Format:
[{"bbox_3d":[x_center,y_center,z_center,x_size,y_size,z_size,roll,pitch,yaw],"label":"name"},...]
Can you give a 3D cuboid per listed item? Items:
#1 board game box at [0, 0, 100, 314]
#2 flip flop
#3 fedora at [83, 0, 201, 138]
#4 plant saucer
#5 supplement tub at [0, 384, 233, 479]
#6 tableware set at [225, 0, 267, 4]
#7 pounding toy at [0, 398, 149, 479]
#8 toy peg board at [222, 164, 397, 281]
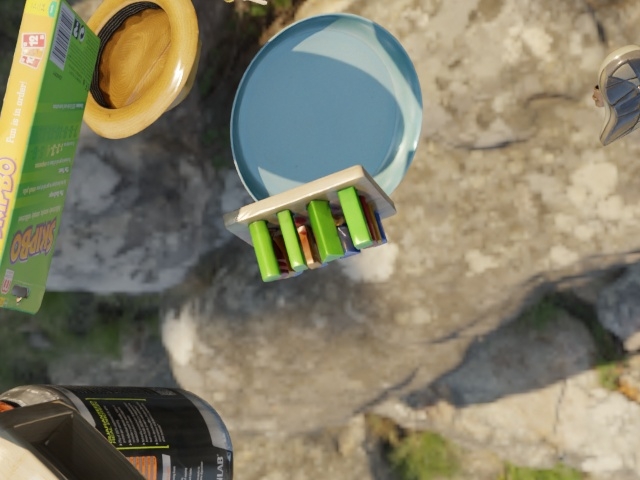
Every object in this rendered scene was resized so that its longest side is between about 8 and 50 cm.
[{"bbox_3d":[-0.244,-0.069,1.009,0.039,0.259,0.124,8,173,6],"label":"board game box"},{"bbox_3d":[0.459,-0.231,1.806,0.112,0.080,0.277,-31,154,5],"label":"flip flop"},{"bbox_3d":[-0.197,-0.202,1.349,0.194,0.194,0.079,-13,165,32],"label":"fedora"},{"bbox_3d":[0.006,-0.175,1.725,0.317,0.317,0.044,7,-168,-30],"label":"plant saucer"},{"bbox_3d":[-0.283,0.279,1.436,0.207,0.207,0.338,-14,164,35],"label":"supplement tub"},{"bbox_3d":[-0.110,-0.419,1.701,0.104,0.154,0.024,11,-162,-9],"label":"tableware set"},{"bbox_3d":[-0.178,0.139,0.632,0.094,0.206,0.181,-48,174,0],"label":"pounding toy"},{"bbox_3d":[0.000,0.000,1.305,0.161,0.079,0.160,-19,162,11],"label":"toy peg board"}]
